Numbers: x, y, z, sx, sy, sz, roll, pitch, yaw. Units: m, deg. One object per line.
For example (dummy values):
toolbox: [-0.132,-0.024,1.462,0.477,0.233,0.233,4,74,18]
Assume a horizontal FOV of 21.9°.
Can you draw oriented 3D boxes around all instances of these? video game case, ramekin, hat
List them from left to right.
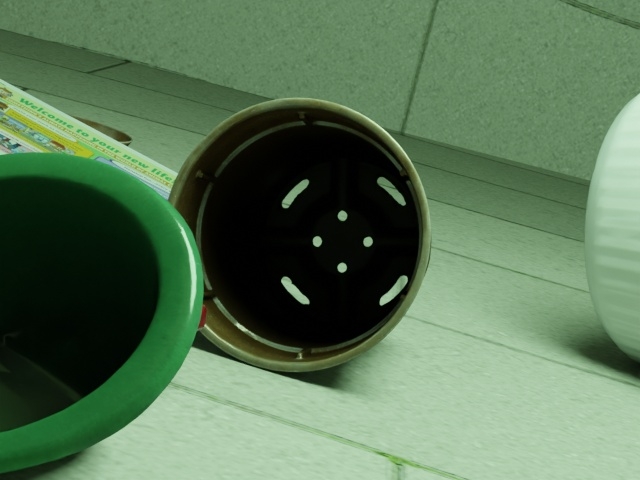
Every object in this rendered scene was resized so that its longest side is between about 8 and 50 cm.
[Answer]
hat: [-0.128,0.076,0.787,0.208,0.183,0.173,-20,54,-14]
video game case: [-0.185,-0.038,1.149,0.212,0.023,0.193,28,24,7]
ramekin: [0.312,-0.010,1.304,0.127,0.273,0.273,6,2,37]

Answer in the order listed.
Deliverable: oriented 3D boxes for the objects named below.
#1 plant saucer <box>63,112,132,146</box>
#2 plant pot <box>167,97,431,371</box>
plant saucer: [-0.276,-0.110,1.680,0.168,0.029,0.168,14,10,-2]
plant pot: [0.000,0.000,1.081,0.167,0.167,0.165,16,1,11]
